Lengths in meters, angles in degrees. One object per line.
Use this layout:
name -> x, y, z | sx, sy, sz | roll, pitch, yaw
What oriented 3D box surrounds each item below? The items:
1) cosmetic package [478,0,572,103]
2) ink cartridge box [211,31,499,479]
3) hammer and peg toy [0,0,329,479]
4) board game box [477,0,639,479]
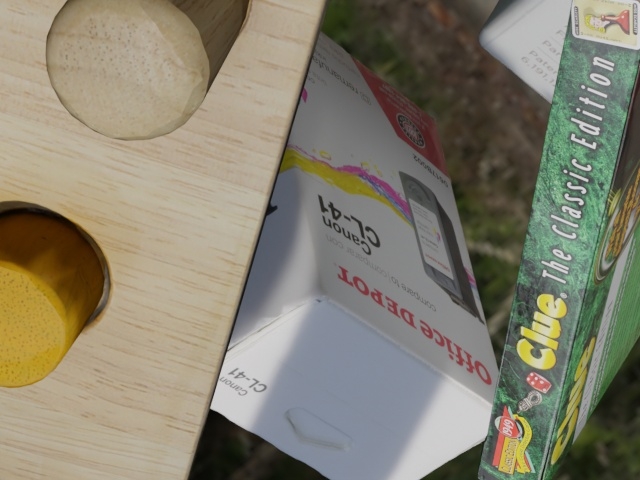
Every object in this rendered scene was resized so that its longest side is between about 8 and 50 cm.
cosmetic package -> 0.380, -0.213, 1.271 | 0.327, 0.329, 0.393 | 38, 155, -8
ink cartridge box -> 0.000, 0.000, 1.357 | 0.226, 0.131, 0.306 | 34, -150, -40
hammer and peg toy -> -0.191, -0.040, 0.499 | 0.361, 0.266, 0.127 | 19, -149, 0
board game box -> 0.109, -0.036, 0.652 | 0.030, 0.136, 0.260 | 23, 138, 17
